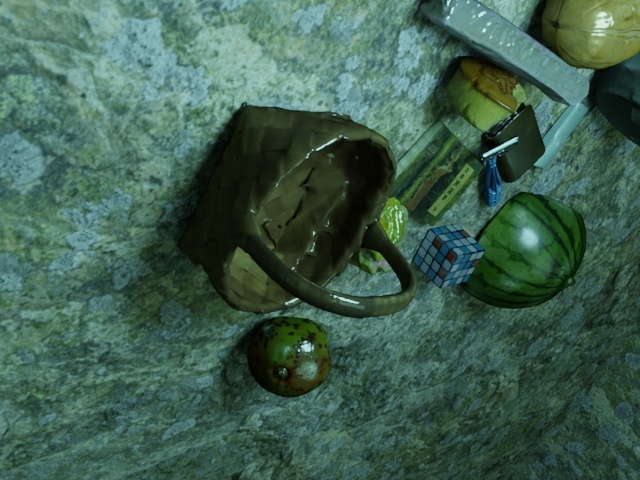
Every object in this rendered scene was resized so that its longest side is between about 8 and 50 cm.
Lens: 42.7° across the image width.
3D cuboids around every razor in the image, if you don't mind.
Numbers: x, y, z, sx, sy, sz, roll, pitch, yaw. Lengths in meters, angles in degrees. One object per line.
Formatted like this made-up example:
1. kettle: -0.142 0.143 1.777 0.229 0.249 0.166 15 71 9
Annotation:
1. razor: 0.342 -0.132 1.615 0.082 0.042 0.253 -29 155 -2

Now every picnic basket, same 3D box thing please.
1. picnic basket: 0.000 0.000 1.177 0.293 0.337 0.337 0 130 -46

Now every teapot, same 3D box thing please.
1. teapot: 0.721 -0.366 1.600 0.344 0.253 0.300 -50 134 -1

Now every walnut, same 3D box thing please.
1. walnut: 0.463 -0.370 1.375 0.197 0.165 0.165 -16 140 -23

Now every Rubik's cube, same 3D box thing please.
1. Rubik's cube: 0.266 0.031 1.704 0.092 0.092 0.092 -10 136 -40

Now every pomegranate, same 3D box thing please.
1. pomegranate: -0.050 0.211 1.541 0.159 0.159 0.205 -49 175 11

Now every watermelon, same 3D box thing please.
1. watermelon: 0.489 0.050 1.891 0.331 0.189 0.330 -25 138 -24

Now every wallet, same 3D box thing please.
1. wallet: 0.387 -0.193 1.623 0.110 0.031 0.198 -43 148 2

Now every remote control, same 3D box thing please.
1. remote control: 0.501 -0.220 1.713 0.061 0.029 0.162 8 123 -52

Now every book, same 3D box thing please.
1. book: 0.214 -0.120 1.533 0.160 0.024 0.228 -49 147 8

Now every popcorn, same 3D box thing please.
1. popcorn: 0.096 -0.014 1.446 0.126 0.126 0.145 -33 122 -40

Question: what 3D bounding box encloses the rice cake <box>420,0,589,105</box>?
1. rice cake: 0.299 -0.304 1.297 0.399 0.070 0.064 19 107 -40

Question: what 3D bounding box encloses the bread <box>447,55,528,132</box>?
1. bread: 0.271 -0.246 1.350 0.086 0.125 0.156 -55 172 32
